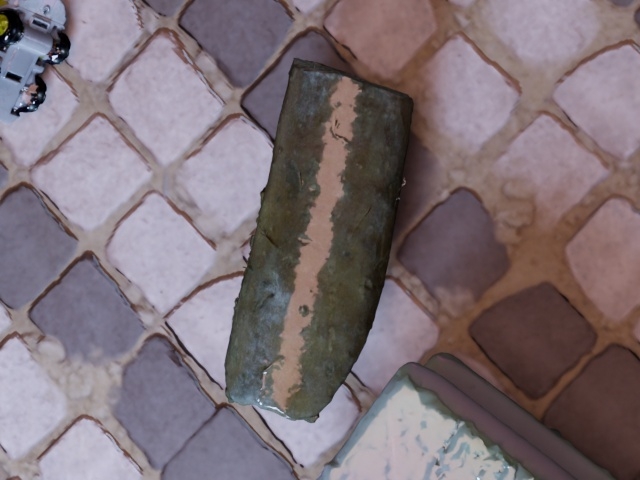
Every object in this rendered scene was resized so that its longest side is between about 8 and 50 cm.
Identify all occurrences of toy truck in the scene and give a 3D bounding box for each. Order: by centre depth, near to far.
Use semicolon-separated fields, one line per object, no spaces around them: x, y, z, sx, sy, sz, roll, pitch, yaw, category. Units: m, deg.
-0.250;-0.155;1.433;0.077;0.076;0.111;31;95;32;toy truck

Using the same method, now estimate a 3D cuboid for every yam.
0.000;0.000;1.349;0.106;0.106;0.259;13;92;14;yam

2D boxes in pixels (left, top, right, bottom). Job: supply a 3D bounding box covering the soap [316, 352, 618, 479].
0.175;0.311;1.273;0.446;0.156;0.261;37;97;11;soap
